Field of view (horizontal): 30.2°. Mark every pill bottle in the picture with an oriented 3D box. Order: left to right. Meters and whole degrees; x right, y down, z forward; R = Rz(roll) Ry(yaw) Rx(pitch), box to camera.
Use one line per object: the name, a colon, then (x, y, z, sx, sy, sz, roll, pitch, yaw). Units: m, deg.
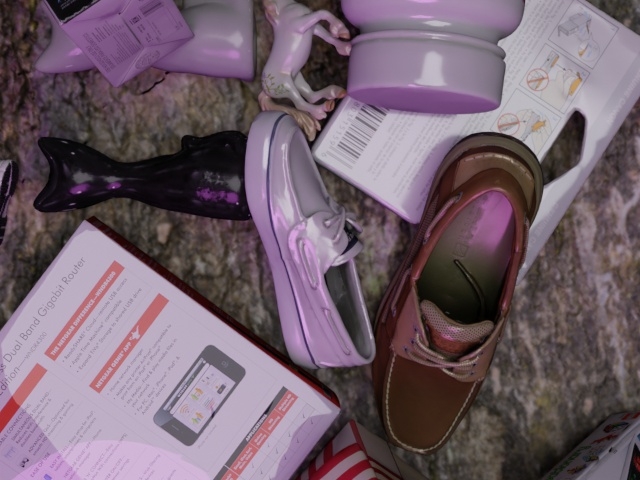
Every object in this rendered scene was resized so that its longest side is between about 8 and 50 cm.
pill bottle: (0.102, -0.260, 1.026, 0.160, 0.160, 0.283, 6, 88, -5)

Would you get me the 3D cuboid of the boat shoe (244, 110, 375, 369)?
boat shoe: (0.000, 0.000, 1.102, 0.084, 0.095, 0.258, -1, 117, 27)

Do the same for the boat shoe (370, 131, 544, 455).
boat shoe: (0.115, 0.062, 1.085, 0.122, 0.120, 0.324, 13, 115, 4)

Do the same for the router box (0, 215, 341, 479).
router box: (-0.198, 0.197, 1.128, 0.301, 0.082, 0.335, 38, 90, -6)

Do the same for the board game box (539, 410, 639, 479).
board game box: (0.303, 0.342, 1.136, 0.193, 0.053, 0.305, -24, 97, -47)

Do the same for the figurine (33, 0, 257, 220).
figurine: (-0.165, -0.127, 1.111, 0.209, 0.092, 0.215, 0, 93, -1)

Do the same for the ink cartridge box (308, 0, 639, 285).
ink cartridge box: (0.158, -0.133, 1.146, 0.238, 0.060, 0.275, 33, 91, -7)

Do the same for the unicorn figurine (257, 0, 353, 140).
unicorn figurine: (-0.018, -0.184, 1.103, 0.111, 0.060, 0.162, 23, 90, 23)

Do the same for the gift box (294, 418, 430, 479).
gift box: (0.037, 0.338, 1.077, 0.258, 0.276, 0.255, 37, 93, -17)

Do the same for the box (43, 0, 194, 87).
box: (-0.234, -0.289, 1.014, 0.087, 0.169, 0.290, -33, 79, 0)

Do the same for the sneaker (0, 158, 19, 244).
sneaker: (-0.322, -0.028, 1.129, 0.043, 0.040, 0.109, 16, 89, 11)
